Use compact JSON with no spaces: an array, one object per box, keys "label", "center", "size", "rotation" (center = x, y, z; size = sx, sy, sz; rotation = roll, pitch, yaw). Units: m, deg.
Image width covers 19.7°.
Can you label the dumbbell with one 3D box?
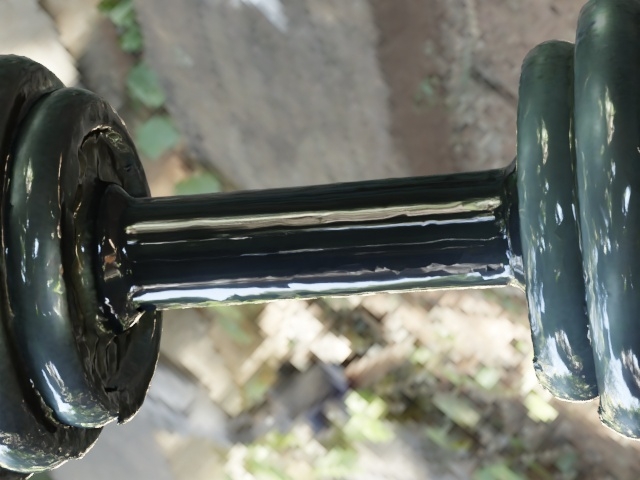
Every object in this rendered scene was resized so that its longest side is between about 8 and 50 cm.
[{"label":"dumbbell","center":[0.000,0.000,0.661],"size":[0.406,0.179,0.179],"rotation":[-3,139,13]}]
